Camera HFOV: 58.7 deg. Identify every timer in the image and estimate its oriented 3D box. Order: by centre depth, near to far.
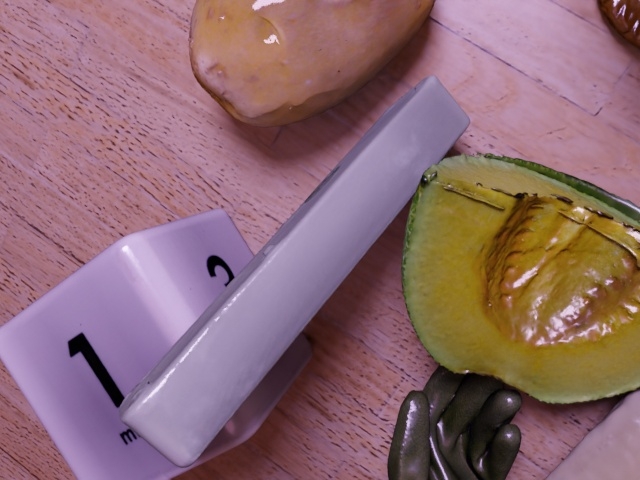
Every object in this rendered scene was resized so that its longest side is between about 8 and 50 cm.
[{"bbox_3d":[-0.152,0.105,0.564,0.194,0.192,0.195,-33,90,19],"label":"timer"}]

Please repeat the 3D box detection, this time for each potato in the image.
[{"bbox_3d":[-0.012,-0.203,0.496,0.233,0.146,0.150,-35,131,5],"label":"potato"}]

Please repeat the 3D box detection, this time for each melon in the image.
[{"bbox_3d":[0.183,0.033,0.495,0.264,0.129,0.169,20,119,-2],"label":"melon"}]

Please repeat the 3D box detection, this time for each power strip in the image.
[{"bbox_3d":[0.000,0.000,0.455,0.062,0.091,0.385,45,68,-9],"label":"power strip"}]

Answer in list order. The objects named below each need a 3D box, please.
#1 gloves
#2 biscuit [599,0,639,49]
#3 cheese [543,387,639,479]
[{"bbox_3d":[0.124,0.234,0.552,0.135,0.107,0.269,12,92,-18],"label":"gloves"},{"bbox_3d":[0.318,-0.234,0.450,0.187,0.027,0.188,3,100,17],"label":"biscuit"},{"bbox_3d":[0.325,0.272,0.433,0.326,0.115,0.318,-10,70,36],"label":"cheese"}]
